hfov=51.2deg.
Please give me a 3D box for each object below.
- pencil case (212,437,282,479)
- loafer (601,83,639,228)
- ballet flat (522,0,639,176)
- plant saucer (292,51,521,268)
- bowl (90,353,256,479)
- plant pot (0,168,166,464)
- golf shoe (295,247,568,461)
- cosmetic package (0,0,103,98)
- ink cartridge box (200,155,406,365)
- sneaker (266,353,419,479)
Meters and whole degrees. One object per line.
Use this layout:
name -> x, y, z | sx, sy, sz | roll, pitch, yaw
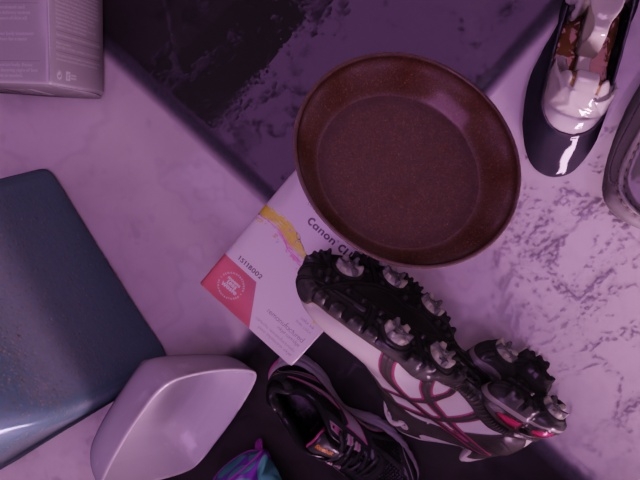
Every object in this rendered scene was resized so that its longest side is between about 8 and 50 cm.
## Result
pencil case -> -0.039, 0.277, 0.657 | 0.070, 0.064, 0.151 | -37, 90, -32
loafer -> 0.337, -0.143, 0.505 | 0.112, 0.111, 0.319 | 34, 102, 5
ballet flat -> 0.216, -0.151, 0.549 | 0.074, 0.074, 0.203 | 16, 100, 8
plant saucer -> 0.071, -0.066, 0.567 | 0.199, 0.036, 0.198 | 4, 70, -11
bowl -> -0.143, 0.161, 0.633 | 0.053, 0.142, 0.142 | 42, 105, 29
plant pot -> -0.340, 0.103, 0.596 | 0.247, 0.252, 0.247 | -32, 91, 12
golf shoe -> 0.079, 0.113, 0.564 | 0.273, 0.105, 0.120 | 33, 121, -16
cosmetic package -> -0.278, -0.258, 0.615 | 0.127, 0.107, 0.237 | 5, 96, 10
ink cartridge box -> 0.000, 0.000, 0.611 | 0.115, 0.067, 0.198 | 41, 102, 3
sneaker -> 0.012, 0.188, 0.629 | 0.178, 0.077, 0.072 | 38, 104, 3
